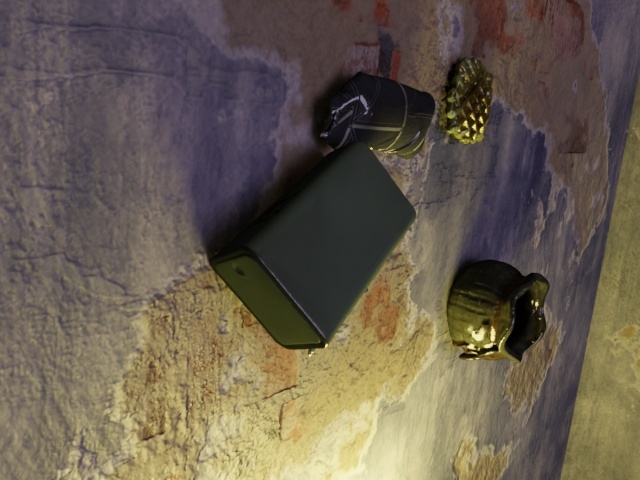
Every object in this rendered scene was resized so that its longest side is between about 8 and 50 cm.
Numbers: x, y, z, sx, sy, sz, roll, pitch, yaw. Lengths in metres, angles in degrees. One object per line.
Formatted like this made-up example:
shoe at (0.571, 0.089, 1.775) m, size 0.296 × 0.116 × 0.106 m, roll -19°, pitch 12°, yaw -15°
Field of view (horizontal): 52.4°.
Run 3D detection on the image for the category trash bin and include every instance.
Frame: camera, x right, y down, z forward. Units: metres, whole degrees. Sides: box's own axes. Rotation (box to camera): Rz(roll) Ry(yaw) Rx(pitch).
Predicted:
trash bin at (0.000, 0.000, 1.190) m, size 0.223 × 0.158 × 0.343 m, roll 51°, pitch 55°, yaw -15°

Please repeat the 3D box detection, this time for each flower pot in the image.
flower pot at (0.498, 0.212, 1.837) m, size 0.302 × 0.213 × 0.301 m, roll -18°, pitch 115°, yaw -46°

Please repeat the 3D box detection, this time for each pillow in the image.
pillow at (0.124, -0.251, 1.336) m, size 0.335 × 0.092 × 0.161 m, roll -2°, pitch 107°, yaw -49°

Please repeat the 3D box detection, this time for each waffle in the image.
waffle at (0.376, -0.349, 1.631) m, size 0.208 × 0.054 × 0.214 m, roll 5°, pitch 93°, yaw -47°

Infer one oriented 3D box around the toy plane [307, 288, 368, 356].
toy plane at (0.035, 0.127, 1.359) m, size 0.192 × 0.088 × 0.262 m, roll 14°, pitch 92°, yaw -52°
